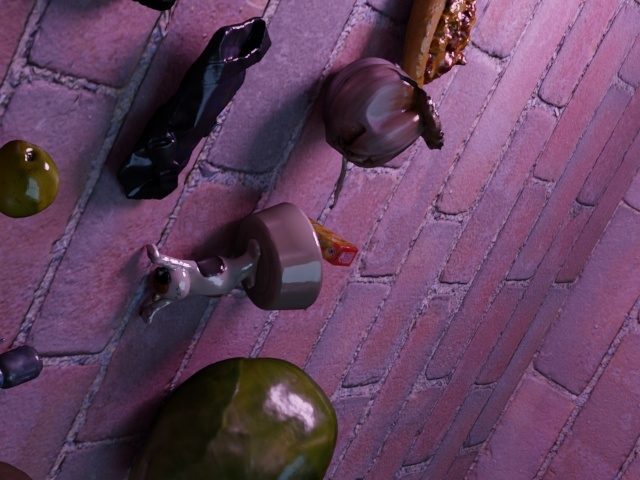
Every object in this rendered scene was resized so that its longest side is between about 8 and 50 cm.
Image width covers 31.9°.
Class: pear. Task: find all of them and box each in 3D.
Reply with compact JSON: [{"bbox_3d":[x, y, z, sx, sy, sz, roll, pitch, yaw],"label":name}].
[{"bbox_3d":[-0.354,-0.072,1.330,0.092,0.092,0.097,-39,148,-30],"label":"pear"}]

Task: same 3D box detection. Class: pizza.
[{"bbox_3d":[0.217,-0.367,1.904,0.228,0.081,0.290,-6,114,-68],"label":"pizza"}]

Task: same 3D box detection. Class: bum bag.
[{"bbox_3d":[-0.173,-0.176,1.514,0.310,0.074,0.137,-55,164,9],"label":"bum bag"}]

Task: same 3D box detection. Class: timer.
[{"bbox_3d":[-0.150,0.047,1.746,0.266,0.175,0.175,-12,131,-29],"label":"timer"}]

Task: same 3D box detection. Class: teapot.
[{"bbox_3d":[-0.418,0.168,1.513,0.083,0.049,0.064,-21,136,-47],"label":"teapot"}]

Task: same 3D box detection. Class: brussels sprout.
[{"bbox_3d":[-0.147,0.349,1.896,0.354,0.281,0.289,-36,-178,2],"label":"brussels sprout"}]

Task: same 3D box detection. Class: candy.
[{"bbox_3d":[0.000,0.000,1.919,0.062,0.122,0.038,6,113,-60],"label":"candy"}]

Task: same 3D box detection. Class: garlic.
[{"bbox_3d":[0.103,-0.162,1.807,0.207,0.207,0.257,-11,112,-53],"label":"garlic"}]

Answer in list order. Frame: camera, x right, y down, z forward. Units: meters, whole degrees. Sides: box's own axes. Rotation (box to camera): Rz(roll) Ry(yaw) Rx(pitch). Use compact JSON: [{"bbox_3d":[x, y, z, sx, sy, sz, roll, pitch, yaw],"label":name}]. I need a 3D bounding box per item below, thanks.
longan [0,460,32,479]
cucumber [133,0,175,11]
[{"bbox_3d":[-0.485,0.413,1.487,0.246,0.215,0.246,11,90,-77],"label":"longan"},{"bbox_3d":[-0.259,-0.328,1.238,0.293,0.067,0.067,16,105,-59],"label":"cucumber"}]
